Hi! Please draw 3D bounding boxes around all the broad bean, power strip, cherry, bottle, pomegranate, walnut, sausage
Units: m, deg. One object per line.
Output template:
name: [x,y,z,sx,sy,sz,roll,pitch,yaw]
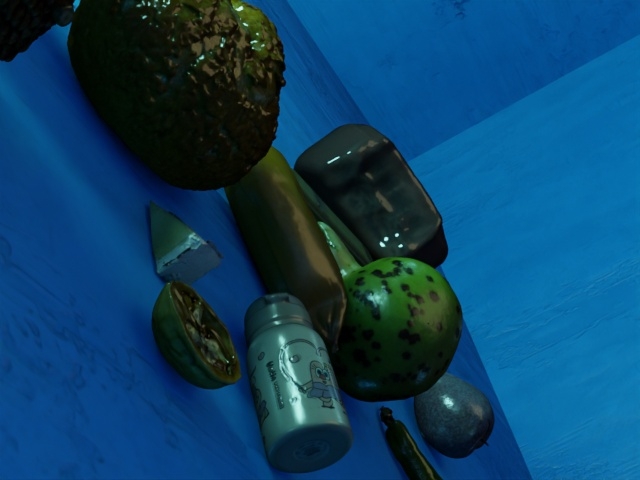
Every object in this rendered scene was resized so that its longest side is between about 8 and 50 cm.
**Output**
broad bean: [0.184,0.405,1.560,0.318,0.056,0.098,62,12,11]
power strip: [0.000,0.000,1.628,0.387,0.092,0.066,44,21,-53]
cherry: [0.248,0.330,1.821,0.176,0.140,0.176,41,-1,1]
bottle: [-0.034,0.158,1.107,0.110,0.097,0.209,96,-17,-44]
pomegranate: [0.065,0.121,1.447,0.286,0.230,0.231,22,5,12]
walnut: [-0.129,0.098,0.933,0.121,0.052,0.091,56,14,-15]
sausage: [-0.042,0.016,1.369,0.328,0.112,0.112,65,12,17]

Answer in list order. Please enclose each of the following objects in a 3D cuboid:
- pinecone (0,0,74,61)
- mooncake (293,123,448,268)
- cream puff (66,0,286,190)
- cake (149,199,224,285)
pinecone: [-0.275,-0.245,0.780,0.207,0.208,0.207,57,12,-20]
mooncake: [0.098,-0.076,1.819,0.326,0.174,0.334,49,-14,26]
cream puff: [-0.154,-0.209,1.159,0.303,0.212,0.303,53,19,-26]
cake: [-0.167,0.000,1.066,0.121,0.065,0.052,41,-7,45]
